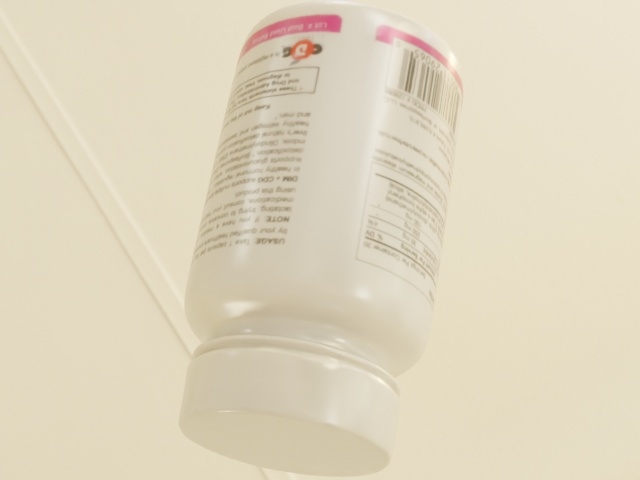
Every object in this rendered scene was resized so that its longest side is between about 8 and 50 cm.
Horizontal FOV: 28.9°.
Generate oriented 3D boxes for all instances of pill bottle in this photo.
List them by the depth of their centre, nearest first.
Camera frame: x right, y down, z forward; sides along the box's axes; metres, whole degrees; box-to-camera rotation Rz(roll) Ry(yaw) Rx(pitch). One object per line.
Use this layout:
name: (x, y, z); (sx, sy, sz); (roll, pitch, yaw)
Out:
pill bottle: (0.000, 0.000, 0.821); (0.160, 0.160, 0.283); (5, -115, 13)
